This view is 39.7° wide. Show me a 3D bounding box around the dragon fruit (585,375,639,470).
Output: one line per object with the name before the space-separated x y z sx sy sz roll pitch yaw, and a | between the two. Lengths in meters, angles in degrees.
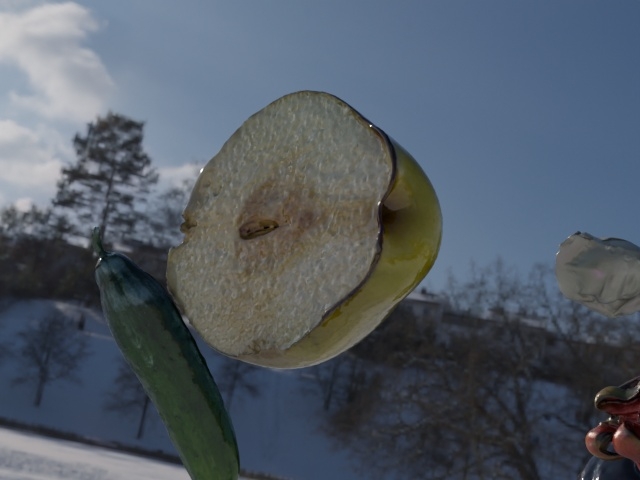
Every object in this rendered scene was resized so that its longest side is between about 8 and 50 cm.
dragon fruit | 0.594 0.304 1.419 0.307 0.227 0.243 -21 22 0

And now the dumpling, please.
dumpling | 0.458 0.059 1.401 0.188 0.127 0.108 16 10 -7

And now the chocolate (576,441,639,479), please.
chocolate | 0.632 0.536 1.687 0.383 0.331 0.384 -4 28 2

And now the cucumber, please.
cucumber | -0.120 0.101 0.706 0.056 0.250 0.056 -25 10 5

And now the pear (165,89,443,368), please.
pear | 0.000 0.000 1.114 0.386 0.340 0.191 1 -16 45
